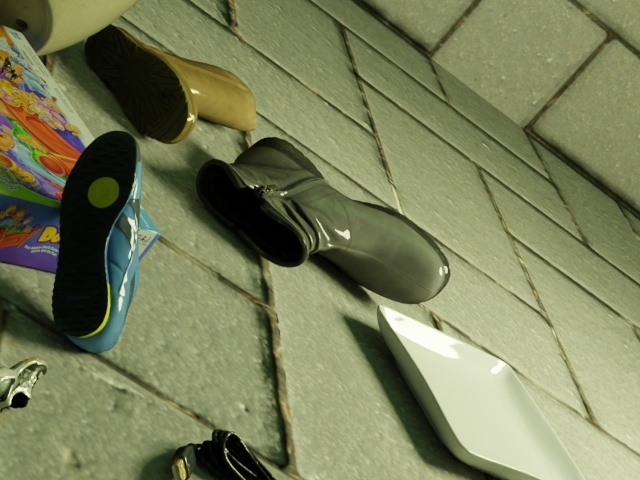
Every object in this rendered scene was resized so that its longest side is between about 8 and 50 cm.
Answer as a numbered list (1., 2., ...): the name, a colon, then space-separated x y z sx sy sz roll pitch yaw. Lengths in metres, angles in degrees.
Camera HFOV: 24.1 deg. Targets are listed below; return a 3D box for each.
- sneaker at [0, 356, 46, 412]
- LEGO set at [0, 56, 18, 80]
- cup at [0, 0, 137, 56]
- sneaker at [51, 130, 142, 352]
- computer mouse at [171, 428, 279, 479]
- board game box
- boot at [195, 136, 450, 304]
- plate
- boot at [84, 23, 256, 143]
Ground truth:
1. sneaker: -0.251 0.122 1.239 0.037 0.032 0.083 58 25 6
2. LEGO set: -0.345 -0.186 1.529 0.083 0.023 0.054 44 14 -39
3. cup: -0.350 -0.349 1.760 0.331 0.331 0.237 35 45 -19
4. sneaker: -0.202 0.003 1.409 0.069 0.209 0.082 2 -16 16
5. computer mouse: -0.054 0.248 1.286 0.184 0.060 0.262 40 17 -6
6. board game box: -0.341 -0.114 1.524 0.233 0.078 0.347 16 30 -52
7. boot: 0.000 0.000 1.947 0.338 0.118 0.223 31 20 5
8. plate: 0.203 0.220 1.916 0.277 0.045 0.278 25 23 -39
9. boot: -0.171 -0.196 2.065 0.269 0.089 0.236 17 29 -55
